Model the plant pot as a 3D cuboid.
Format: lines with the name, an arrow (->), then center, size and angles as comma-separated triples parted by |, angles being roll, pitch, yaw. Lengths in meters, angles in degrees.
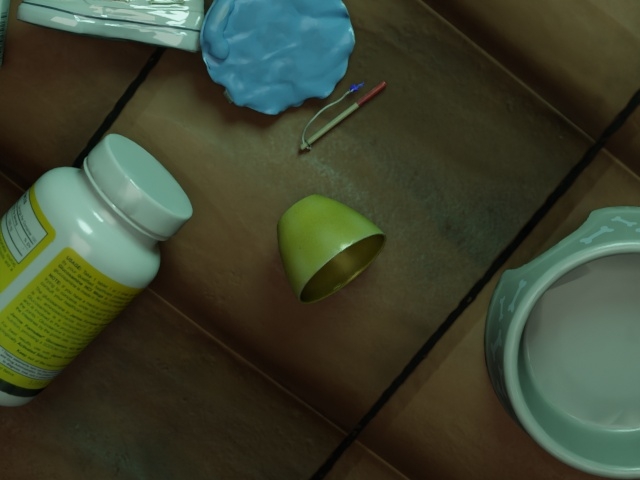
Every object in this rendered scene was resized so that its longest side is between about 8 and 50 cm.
plant pot -> 0.000, 0.000, 1.651 | 0.134, 0.134, 0.095 | -42, 73, 13

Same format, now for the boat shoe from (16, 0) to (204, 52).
boat shoe -> -0.251, -0.282, 1.626 | 0.226, 0.083, 0.076 | 8, 94, -9

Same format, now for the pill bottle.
pill bottle -> -0.320, 0.033, 1.646 | 0.334, 0.188, 0.188 | -43, 97, 13

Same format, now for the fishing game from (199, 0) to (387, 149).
fishing game -> -0.052, -0.242, 1.623 | 0.189, 0.041, 0.264 | -38, 112, 11

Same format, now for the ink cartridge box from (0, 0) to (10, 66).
ink cartridge box -> -0.497, -0.320, 1.642 | 0.232, 0.066, 0.189 | 10, 105, -2

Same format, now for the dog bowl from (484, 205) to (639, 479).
dog bowl -> 0.378, 0.137, 1.657 | 0.348, 0.102, 0.349 | 1, 103, 5
